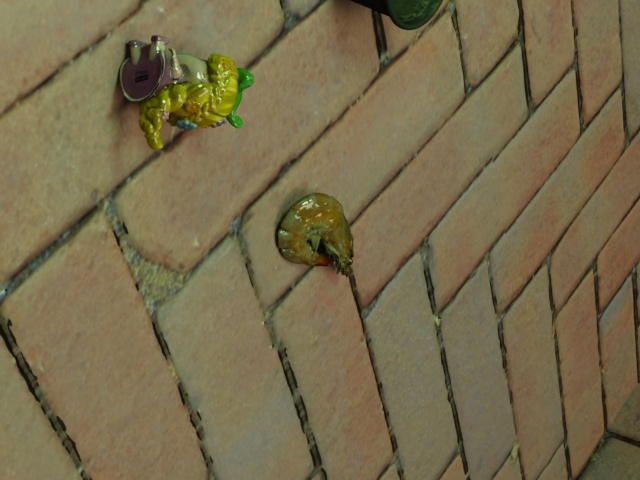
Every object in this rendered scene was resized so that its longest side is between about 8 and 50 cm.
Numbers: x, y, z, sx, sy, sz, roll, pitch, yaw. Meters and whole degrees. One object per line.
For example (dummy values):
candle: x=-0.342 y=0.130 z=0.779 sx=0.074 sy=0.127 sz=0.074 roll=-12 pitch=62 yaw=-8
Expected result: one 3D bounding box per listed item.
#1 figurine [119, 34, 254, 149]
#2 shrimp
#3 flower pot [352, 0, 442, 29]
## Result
figurine: x=-0.137 y=-0.146 z=1.401 sx=0.156 sy=0.095 sz=0.115 roll=9 pitch=86 yaw=-53
shrimp: x=0.000 y=0.000 z=1.738 sx=0.101 sy=0.042 sz=0.190 roll=-44 pitch=144 yaw=-4
flower pot: x=0.083 y=-0.347 z=1.621 sx=0.157 sy=0.107 sz=0.157 roll=-37 pitch=137 yaw=-45
